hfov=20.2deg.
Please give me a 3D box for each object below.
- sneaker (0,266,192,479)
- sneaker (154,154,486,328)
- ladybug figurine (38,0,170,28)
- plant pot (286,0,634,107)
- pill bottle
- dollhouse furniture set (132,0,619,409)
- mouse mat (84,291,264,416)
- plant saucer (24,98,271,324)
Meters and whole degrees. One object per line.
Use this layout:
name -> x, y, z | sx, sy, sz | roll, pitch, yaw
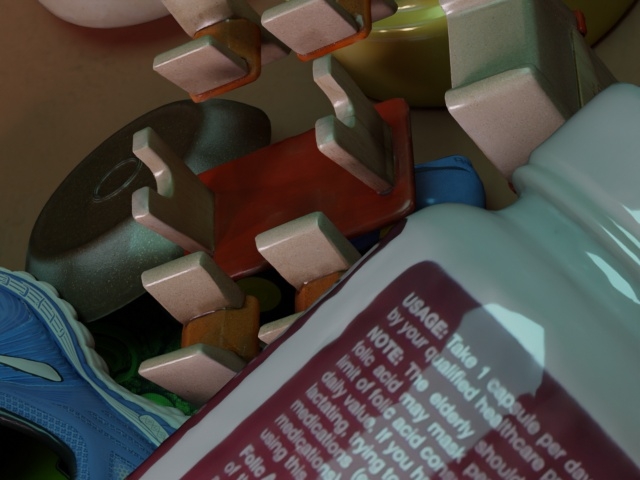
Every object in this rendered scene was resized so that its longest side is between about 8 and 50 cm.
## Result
sneaker -> -0.191, 0.102, 1.026 | 0.330, 0.147, 0.130 | 27, 106, 41
sneaker -> 0.000, 0.000, 1.086 | 0.209, 0.069, 0.082 | -15, 44, 17
ladybug figurine -> -0.110, -0.367, 1.359 | 0.305, 0.162, 0.449 | -2, 56, 29
plant pot -> 0.061, -0.252, 1.123 | 0.254, 0.239, 0.254 | -16, 49, 19
pill bottle -> 0.054, 0.127, 0.816 | 0.392, 0.224, 0.224 | -43, 47, -1
dollhouse furniture set -> 0.031, -0.042, 0.995 | 0.259, 0.135, 0.262 | -19, 53, 26
mouse mat -> -0.124, 0.097, 1.121 | 0.190, 0.007, 0.152 | 30, 74, 42
plant saucer -> -0.120, -0.028, 1.147 | 0.198, 0.036, 0.198 | -32, 26, 17
